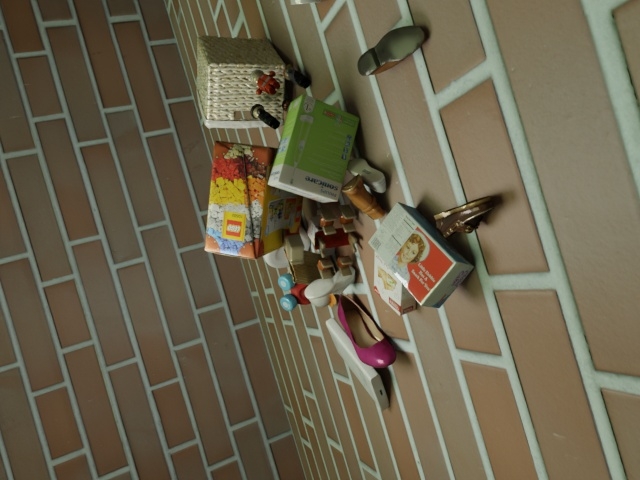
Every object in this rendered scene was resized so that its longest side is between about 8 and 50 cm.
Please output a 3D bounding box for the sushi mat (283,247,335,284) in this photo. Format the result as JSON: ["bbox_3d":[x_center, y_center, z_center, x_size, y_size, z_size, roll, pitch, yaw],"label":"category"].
[{"bbox_3d":[-0.030,0.112,1.920,0.019,0.317,0.151,-29,67,26],"label":"sushi mat"}]

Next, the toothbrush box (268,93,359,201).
[{"bbox_3d":[-0.022,-0.283,1.533,0.122,0.206,0.282,4,79,67],"label":"toothbrush box"}]

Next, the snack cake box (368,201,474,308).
[{"bbox_3d":[0.262,0.036,1.300,0.152,0.089,0.264,-55,46,22],"label":"snack cake box"}]

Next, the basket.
[{"bbox_3d":[-0.328,-0.650,1.972,0.331,0.329,0.266,-115,27,-45],"label":"basket"}]

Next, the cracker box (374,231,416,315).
[{"bbox_3d":[0.235,0.098,1.519,0.156,0.067,0.232,44,144,51],"label":"cracker box"}]

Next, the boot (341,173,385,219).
[{"bbox_3d":[0.141,-0.127,1.495,0.152,0.073,0.197,46,-175,-3],"label":"boot"}]

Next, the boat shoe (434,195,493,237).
[{"bbox_3d":[0.345,-0.052,1.147,0.207,0.073,0.073,147,104,-75],"label":"boat shoe"}]

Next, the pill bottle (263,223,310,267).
[{"bbox_3d":[-0.232,-0.081,2.305,0.407,0.229,0.228,56,153,38],"label":"pill bottle"}]

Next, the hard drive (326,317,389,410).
[{"bbox_3d":[0.149,0.498,1.972,0.353,0.047,0.232,46,162,49],"label":"hard drive"}]

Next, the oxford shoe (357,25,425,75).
[{"bbox_3d":[0.190,-0.482,1.225,0.212,0.076,0.076,-9,95,52],"label":"oxford shoe"}]

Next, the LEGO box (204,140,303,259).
[{"bbox_3d":[-0.217,-0.161,1.798,0.500,0.193,0.371,-29,-53,-75],"label":"LEGO box"}]

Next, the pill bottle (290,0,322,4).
[{"bbox_3d":[-0.053,-0.843,1.470,0.121,0.121,0.221,39,141,55],"label":"pill bottle"}]

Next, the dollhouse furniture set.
[{"bbox_3d":[0.000,0.000,1.764,0.135,0.260,0.261,-116,22,-51],"label":"dollhouse furniture set"}]

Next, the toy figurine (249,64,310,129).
[{"bbox_3d":[-0.155,-0.542,1.813,0.148,0.210,0.212,41,143,38],"label":"toy figurine"}]

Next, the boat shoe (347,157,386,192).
[{"bbox_3d":[0.147,-0.205,1.530,0.184,0.066,0.063,36,158,46],"label":"boat shoe"}]

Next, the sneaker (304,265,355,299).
[{"bbox_3d":[0.044,0.183,1.853,0.080,0.212,0.094,56,167,40],"label":"sneaker"}]

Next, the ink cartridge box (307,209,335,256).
[{"bbox_3d":[-0.002,-0.031,2.009,0.181,0.062,0.104,57,153,37],"label":"ink cartridge box"}]

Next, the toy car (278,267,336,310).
[{"bbox_3d":[-0.024,0.208,2.127,0.238,0.219,0.210,16,124,31],"label":"toy car"}]

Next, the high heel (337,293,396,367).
[{"bbox_3d":[0.154,0.329,1.787,0.377,0.127,0.181,24,138,67],"label":"high heel"}]
